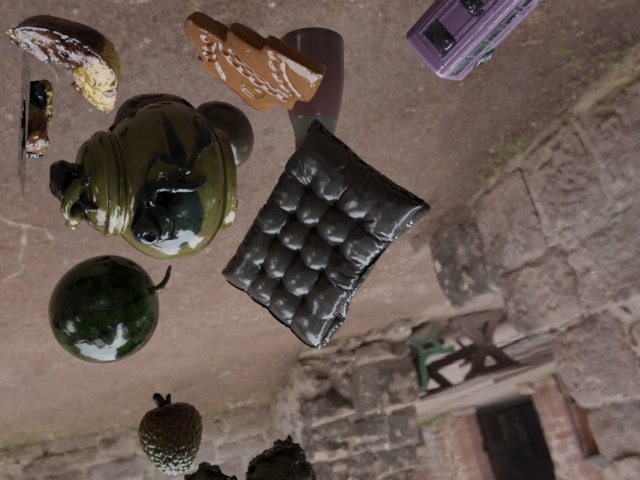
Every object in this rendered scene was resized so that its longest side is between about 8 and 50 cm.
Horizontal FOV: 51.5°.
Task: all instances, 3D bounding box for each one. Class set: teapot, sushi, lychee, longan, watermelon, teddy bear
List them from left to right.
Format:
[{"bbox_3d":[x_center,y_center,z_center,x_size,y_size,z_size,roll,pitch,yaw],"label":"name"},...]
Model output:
[{"bbox_3d":[-0.411,-0.170,0.965,0.040,0.193,0.210,2,-161,-27],"label":"sushi"},{"bbox_3d":[-0.364,0.117,1.163,0.214,0.188,0.188,-15,160,3],"label":"watermelon"},{"bbox_3d":[-0.200,-0.068,0.724,0.182,0.269,0.173,-6,123,-29],"label":"teapot"},{"bbox_3d":[-0.264,0.338,1.170,0.114,0.146,0.114,-14,155,-7],"label":"lychee"},{"bbox_3d":[-0.260,-0.276,1.734,0.189,0.189,0.189,-13,160,-5],"label":"longan"},{"bbox_3d":[-0.137,0.590,1.425,0.367,0.357,0.224,-50,-165,-25],"label":"teddy bear"}]

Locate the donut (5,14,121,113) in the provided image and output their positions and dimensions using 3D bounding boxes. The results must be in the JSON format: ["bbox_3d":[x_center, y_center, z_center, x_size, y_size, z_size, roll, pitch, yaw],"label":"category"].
[{"bbox_3d":[-0.580,-0.459,1.605,0.151,0.112,0.295,-21,138,33],"label":"donut"}]

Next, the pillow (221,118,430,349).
[{"bbox_3d":[0.000,0.000,1.098,0.326,0.228,0.101,-56,168,16],"label":"pillow"}]

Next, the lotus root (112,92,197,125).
[{"bbox_3d":[-0.277,-0.131,1.113,0.193,0.291,0.193,-7,139,-6],"label":"lotus root"}]

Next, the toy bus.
[{"bbox_3d":[0.208,-0.302,0.841,0.199,0.096,0.108,-44,168,33],"label":"toy bus"}]

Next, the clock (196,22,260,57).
[{"bbox_3d":[-0.216,-0.483,1.733,0.229,0.156,0.063,-13,173,-26],"label":"clock"}]

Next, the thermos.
[{"bbox_3d":[-0.018,-0.317,1.492,0.146,0.265,0.176,-1,172,-9],"label":"thermos"}]

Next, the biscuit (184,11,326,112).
[{"bbox_3d":[-0.118,-0.329,1.276,0.306,0.043,0.284,14,160,37],"label":"biscuit"}]
